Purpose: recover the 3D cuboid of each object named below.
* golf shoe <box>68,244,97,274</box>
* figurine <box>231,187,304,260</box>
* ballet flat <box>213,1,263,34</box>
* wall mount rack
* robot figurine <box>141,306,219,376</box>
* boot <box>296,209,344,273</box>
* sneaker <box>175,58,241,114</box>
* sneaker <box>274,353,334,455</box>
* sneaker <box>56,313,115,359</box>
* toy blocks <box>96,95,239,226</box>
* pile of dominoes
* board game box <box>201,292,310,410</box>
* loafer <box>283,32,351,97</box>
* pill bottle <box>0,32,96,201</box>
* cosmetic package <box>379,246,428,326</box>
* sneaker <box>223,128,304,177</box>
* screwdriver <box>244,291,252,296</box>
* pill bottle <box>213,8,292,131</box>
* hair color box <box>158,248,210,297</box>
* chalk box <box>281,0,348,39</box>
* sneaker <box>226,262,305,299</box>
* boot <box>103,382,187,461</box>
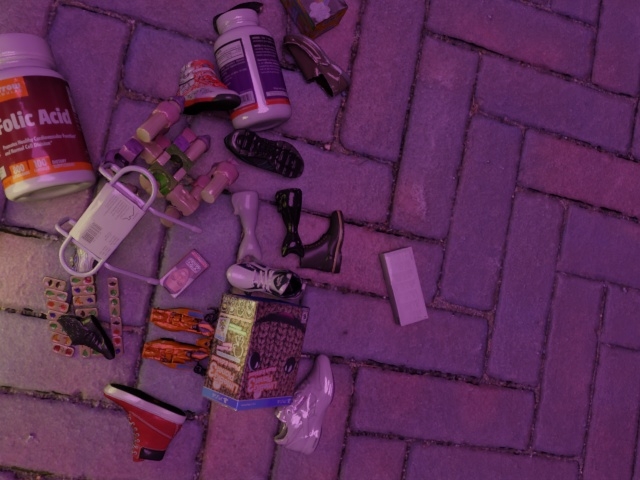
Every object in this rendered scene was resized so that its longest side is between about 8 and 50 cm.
[{"bbox_3d":[-0.655,0.016,1.484,0.085,0.069,0.176,9,96,-19],"label":"golf shoe"},{"bbox_3d":[-0.155,-0.045,1.581,0.214,0.092,0.210,-4,87,-12],"label":"figurine"},{"bbox_3d":[-0.252,-0.688,1.613,0.173,0.049,0.057,-29,52,-14],"label":"ballet flat"},{"bbox_3d":[-0.507,-0.029,1.398,0.304,0.130,0.350,40,101,-13],"label":"wall mount rack"},{"bbox_3d":[-0.357,0.294,1.530,0.290,0.085,0.211,12,87,-12],"label":"robot figurine"},{"bbox_3d":[0.000,0.000,1.633,0.136,0.077,0.198,4,86,-8],"label":"boot"},{"bbox_3d":[-0.318,-0.442,1.480,0.090,0.270,0.145,8,88,-46],"label":"sneaker"},{"bbox_3d":[-0.049,0.488,1.581,0.152,0.114,0.306,17,84,-13],"label":"sneaker"},{"bbox_3d":[-0.644,0.269,1.449,0.089,0.051,0.170,-24,107,-5],"label":"sneaker"},{"bbox_3d":[-0.402,-0.237,1.496,0.288,0.308,0.260,46,46,-20],"label":"toy blocks"},{"bbox_3d":[-0.660,0.215,1.460,0.195,0.040,0.252,-3,100,-13],"label":"pile of dominoes"},{"bbox_3d":[-0.177,0.310,1.487,0.232,0.141,0.291,16,84,-52],"label":"board game box"},{"bbox_3d":[-0.020,-0.541,1.630,0.251,0.094,0.087,36,77,-10],"label":"loafer"},{"bbox_3d":[-0.757,-0.316,1.382,0.223,0.224,0.393,-16,92,-13],"label":"pill bottle"},{"bbox_3d":[0.267,0.146,1.694,0.098,0.060,0.239,-13,92,-11],"label":"cosmetic package"},{"bbox_3d":[-0.169,-0.265,1.589,0.267,0.106,0.101,23,81,-33],"label":"sneaker"},{"bbox_3d":[-0.206,0.197,1.597,0.024,0.025,0.170,-18,88,-13],"label":"screwdriver"},{"bbox_3d":[-0.204,-0.493,1.541,0.181,0.181,0.323,-14,91,-13],"label":"pill bottle"},{"bbox_3d":[-0.400,0.096,1.547,0.141,0.043,0.072,-45,99,-10],"label":"hair color box"},{"bbox_3d":[-0.035,-0.752,1.615,0.132,0.132,0.213,-33,95,-11],"label":"chalk box"},{"bbox_3d":[-0.149,0.115,1.536,0.234,0.153,0.094,24,72,-17],"label":"sneaker"},{"bbox_3d":[-0.529,0.523,1.485,0.244,0.088,0.176,32,83,-14],"label":"boot"}]
